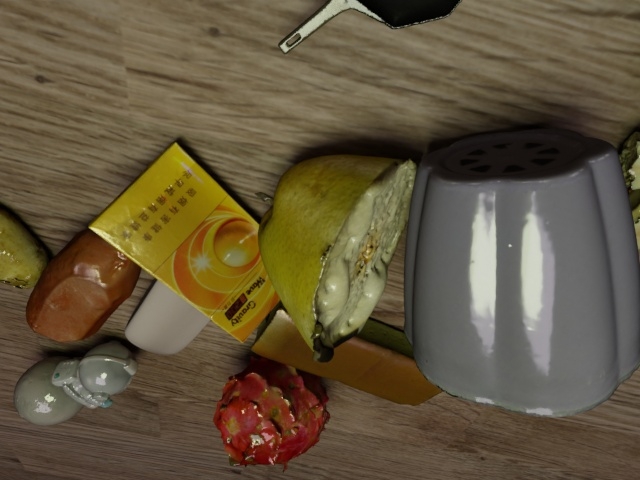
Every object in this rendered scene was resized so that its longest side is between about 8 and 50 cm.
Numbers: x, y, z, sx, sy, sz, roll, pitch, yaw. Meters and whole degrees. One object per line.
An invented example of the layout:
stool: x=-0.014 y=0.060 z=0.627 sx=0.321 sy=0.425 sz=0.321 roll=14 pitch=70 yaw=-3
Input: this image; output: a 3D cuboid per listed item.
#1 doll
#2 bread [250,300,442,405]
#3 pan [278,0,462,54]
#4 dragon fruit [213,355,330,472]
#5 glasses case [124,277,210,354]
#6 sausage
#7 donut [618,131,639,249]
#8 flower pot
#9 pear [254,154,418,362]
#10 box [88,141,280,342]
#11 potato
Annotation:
doll: x=-0.503 y=0.291 z=0.847 sx=0.287 sy=0.150 sz=0.151 roll=-24 pitch=124 yaw=20
bread: x=0.066 y=0.206 z=0.747 sx=0.362 sy=0.077 sz=0.138 roll=24 pitch=128 yaw=-14
pan: x=0.046 y=-0.261 z=0.367 sx=0.202 sy=0.048 sz=0.128 roll=-7 pitch=128 yaw=10
dragon fruit: x=-0.077 y=0.332 z=0.802 sx=0.205 sy=0.210 sz=0.268 roll=-44 pitch=135 yaw=16
glasses case: x=-0.247 y=0.112 z=0.702 sx=0.113 sy=0.075 sz=0.297 roll=30 pitch=128 yaw=-21
sausage: x=-0.374 y=0.069 z=0.647 sx=0.133 sy=0.133 sz=0.258 roll=36 pitch=122 yaw=-22
donut: x=0.390 y=-0.054 z=0.496 sx=0.108 sy=0.065 sz=0.165 roll=5 pitch=130 yaw=2
flower pot: x=0.212 y=0.016 z=0.458 sx=0.265 sy=0.265 sz=0.243 roll=-8 pitch=119 yaw=13
pear: x=0.001 y=-0.002 z=0.525 sx=0.178 sy=0.267 sz=0.266 roll=26 pitch=137 yaw=27
box: x=-0.158 y=0.012 z=0.576 sx=0.152 sy=0.043 sz=0.269 roll=-48 pitch=119 yaw=-10
potato: x=-0.514 y=0.014 z=0.648 sx=0.107 sy=0.080 sz=0.170 roll=-13 pitch=127 yaw=1
